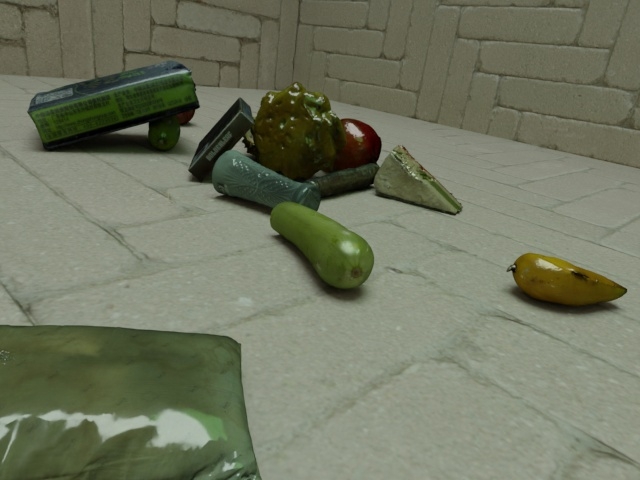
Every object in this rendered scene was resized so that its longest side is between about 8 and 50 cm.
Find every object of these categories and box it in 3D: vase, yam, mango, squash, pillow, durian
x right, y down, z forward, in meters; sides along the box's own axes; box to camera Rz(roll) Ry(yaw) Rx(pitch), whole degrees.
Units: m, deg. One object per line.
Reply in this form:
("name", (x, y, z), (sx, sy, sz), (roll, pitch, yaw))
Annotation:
("vase", (-0.105, -0.104, 0.931), (0.219, 0.096, 0.096), (24, 26, 29))
("yam", (0.054, -0.143, 1.125), (0.061, 0.061, 0.274), (22, 26, 32))
("mango", (0.371, 0.061, 0.714), (0.187, 0.066, 0.101), (9, 13, -11))
("squash", (-0.436, -0.304, 1.321), (0.095, 0.095, 0.188), (0, 26, -19))
("pillow", (-0.202, 0.121, 0.343), (0.302, 0.075, 0.185), (5, 22, -16))
("squash", (0.000, 0.000, 0.717), (0.083, 0.083, 0.250), (-3, 22, -27))
("durian", (-0.168, -0.288, 1.361), (0.140, 0.078, 0.224), (-11, 44, -21))

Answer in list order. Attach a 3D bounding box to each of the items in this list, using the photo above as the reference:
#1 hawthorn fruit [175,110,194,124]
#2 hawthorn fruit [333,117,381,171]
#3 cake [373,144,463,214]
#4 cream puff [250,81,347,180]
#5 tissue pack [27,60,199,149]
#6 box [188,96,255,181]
("hawthorn fruit", (-0.519, -0.482, 1.698), (0.148, 0.148, 0.172), (4, -5, -10))
("hawthorn fruit", (0.098, -0.242, 1.288), (0.194, 0.157, 0.157), (37, 31, 18))
("cake", (0.222, -0.116, 1.142), (0.220, 0.117, 0.086), (46, 33, 6))
("cream puff", (-0.057, -0.266, 1.172), (0.244, 0.244, 0.196), (4, 8, -11))
("tissue pack", (-0.550, -0.378, 1.267), (0.394, 0.124, 0.288), (-22, 31, -17))
("box", (-0.244, -0.264, 1.178), (0.047, 0.180, 0.325), (41, 10, -23))
